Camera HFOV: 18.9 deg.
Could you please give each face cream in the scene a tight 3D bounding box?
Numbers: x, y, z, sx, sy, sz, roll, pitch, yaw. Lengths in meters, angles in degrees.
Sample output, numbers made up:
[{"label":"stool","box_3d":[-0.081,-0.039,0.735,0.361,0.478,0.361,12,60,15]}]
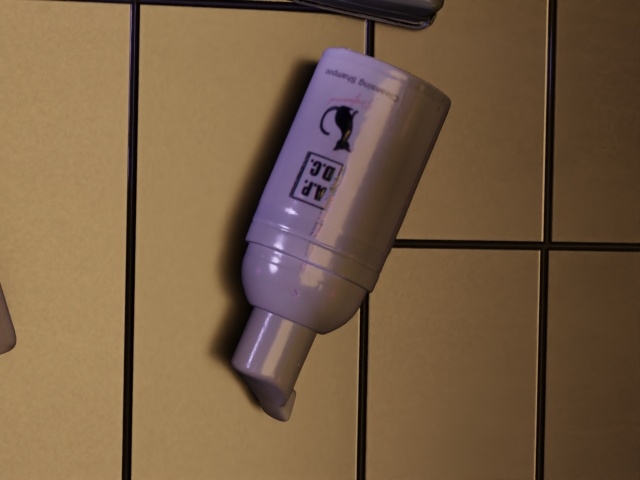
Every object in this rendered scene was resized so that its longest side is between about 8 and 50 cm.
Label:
[{"label":"face cream","box_3d":[0.000,0.000,1.950,0.145,0.145,0.369,23,84,-13]}]

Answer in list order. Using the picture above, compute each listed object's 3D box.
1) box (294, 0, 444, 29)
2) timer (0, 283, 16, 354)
[{"label":"box","box_3d":[0.059,-0.293,1.985,0.172,0.093,0.124,9,89,-14]},{"label":"timer","box_3d":[-0.412,0.033,1.826,0.194,0.192,0.195,-16,95,-13]}]
